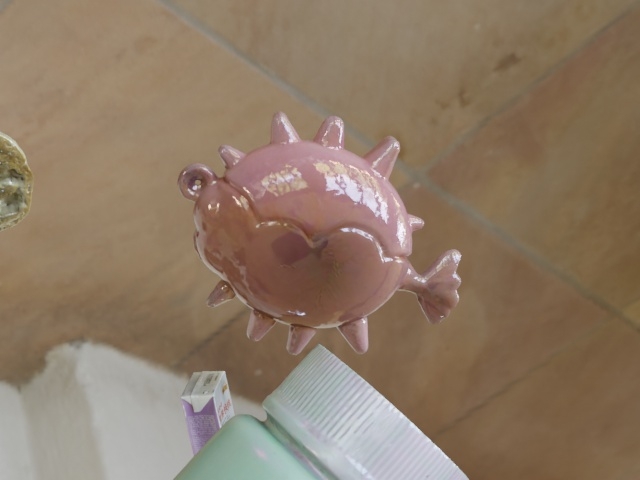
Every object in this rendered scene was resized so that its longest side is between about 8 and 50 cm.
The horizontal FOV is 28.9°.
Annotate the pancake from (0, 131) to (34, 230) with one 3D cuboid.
[{"bbox_3d":[-0.358,-0.056,1.225,0.151,0.025,0.152,-8,133,-8],"label":"pancake"}]

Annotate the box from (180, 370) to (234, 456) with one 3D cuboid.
[{"bbox_3d":[-0.103,0.187,1.198,0.036,0.050,0.117,-5,111,13],"label":"box"}]

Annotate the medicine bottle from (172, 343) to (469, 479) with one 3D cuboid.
[{"bbox_3d":[-0.032,0.183,0.724,0.225,0.139,0.139,-48,142,-6],"label":"medicine bottle"}]

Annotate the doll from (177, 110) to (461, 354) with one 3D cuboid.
[{"bbox_3d":[0.000,0.000,1.057,0.262,0.093,0.211,17,105,-9],"label":"doll"}]
